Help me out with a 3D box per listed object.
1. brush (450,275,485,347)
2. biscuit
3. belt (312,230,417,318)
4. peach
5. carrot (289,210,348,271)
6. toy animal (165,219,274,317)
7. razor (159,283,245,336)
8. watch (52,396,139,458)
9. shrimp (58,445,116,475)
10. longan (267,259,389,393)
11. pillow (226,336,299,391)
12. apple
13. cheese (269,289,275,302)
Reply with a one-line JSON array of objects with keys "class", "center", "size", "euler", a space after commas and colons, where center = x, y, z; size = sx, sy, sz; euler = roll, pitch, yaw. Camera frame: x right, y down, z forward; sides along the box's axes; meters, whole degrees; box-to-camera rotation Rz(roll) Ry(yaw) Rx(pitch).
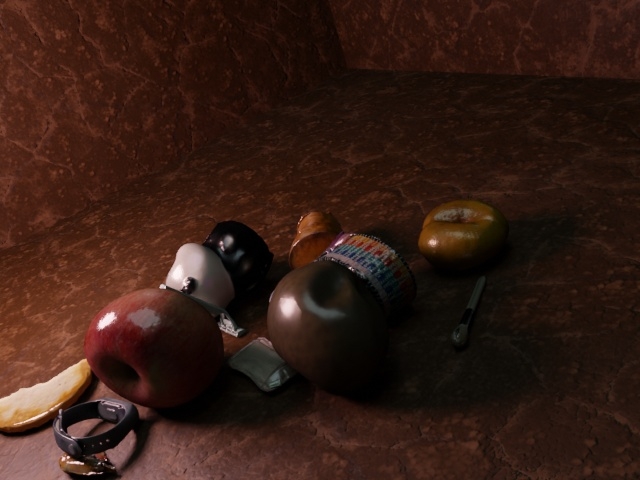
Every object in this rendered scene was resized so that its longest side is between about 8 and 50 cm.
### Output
[{"class": "brush", "center": [0.374, 0.167, 1.792], "size": [0.042, 0.039, 0.299], "euler": [33, 40, 3]}, {"class": "biscuit", "center": [-0.775, 0.448, 2.001], "size": [0.309, 0.040, 0.204], "euler": [-25, 27, -10]}, {"class": "belt", "center": [0.128, 0.093, 1.914], "size": [0.161, 0.206, 0.295], "euler": [-34, 23, -20]}, {"class": "peach", "center": [0.399, -0.017, 2.006], "size": [0.251, 0.153, 0.251], "euler": [-21, 28, 12]}, {"class": "carrot", "center": [0.000, 0.000, 2.186], "size": [0.196, 0.195, 0.254], "euler": [-16, 27, 5]}, {"class": "toy animal", "center": [-0.316, 0.100, 2.148], "size": [0.251, 0.250, 0.310], "euler": [7, 42, 41]}, {"class": "razor", "center": [-0.330, 0.183, 1.984], "size": [0.111, 0.278, 0.056], "euler": [14, 72, 47]}, {"class": "watch", "center": [-0.566, 0.457, 1.777], "size": [0.206, 0.068, 0.193], "euler": [5, 18, 36]}, {"class": "shrimp", "center": [-0.552, 0.525, 1.716], "size": [0.190, 0.042, 0.101], "euler": [2, 26, 38]}, {"class": "longan", "center": [0.014, 0.202, 1.695], "size": [0.289, 0.288, 0.350], "euler": [-27, 40, -16]}, {"class": "pillow", "center": [-0.143, 0.316, 1.844], "size": [0.131, 0.038, 0.233], "euler": [-35, 31, -27]}, {"class": "apple", "center": [-0.410, 0.259, 1.823], "size": [0.345, 0.344, 0.269], "euler": [0, 33, 32]}, {"class": "cheese", "center": [-0.025, 0.159, 2.047], "size": [0.245, 0.052, 0.135], "euler": [-1, 33, 13]}]
